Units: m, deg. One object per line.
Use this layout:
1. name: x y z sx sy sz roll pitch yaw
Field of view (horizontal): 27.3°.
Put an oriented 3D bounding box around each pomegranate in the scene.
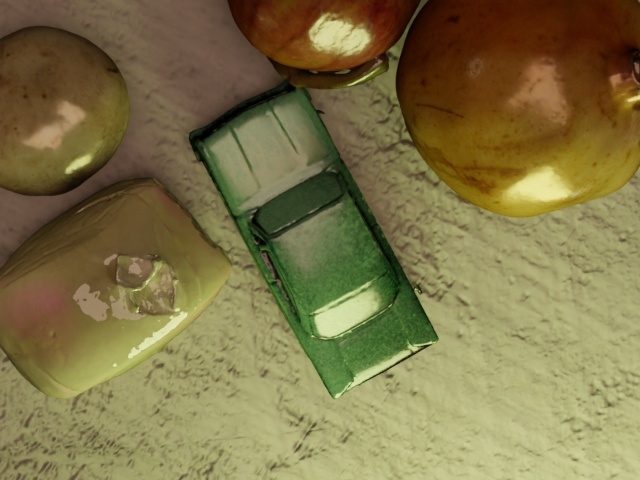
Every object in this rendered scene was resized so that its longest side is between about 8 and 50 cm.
1. pomegranate: 0.208 -0.142 1.260 0.264 0.264 0.264 -2 103 -9

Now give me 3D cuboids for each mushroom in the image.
1. mushroom: -0.267 -0.124 1.265 0.166 0.127 0.166 1 80 -3

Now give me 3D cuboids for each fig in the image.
1. fig: -0.004 -0.240 1.255 0.205 0.205 0.205 -2 103 -9

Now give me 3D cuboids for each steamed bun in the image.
1. steamed bun: -0.211 0.052 1.294 0.239 0.152 0.170 -36 104 -3

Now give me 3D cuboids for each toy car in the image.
1. toy car: 0.000 0.000 1.345 0.141 0.097 0.320 -29 105 -3
